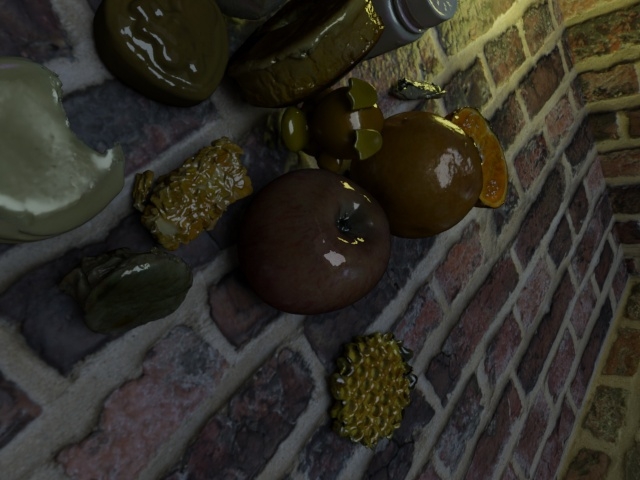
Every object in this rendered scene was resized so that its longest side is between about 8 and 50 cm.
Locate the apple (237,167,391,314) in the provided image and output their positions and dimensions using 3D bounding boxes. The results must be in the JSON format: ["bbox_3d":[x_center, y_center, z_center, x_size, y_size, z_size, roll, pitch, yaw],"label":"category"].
[{"bbox_3d":[0.000,0.000,0.994,0.345,0.270,0.344,2,87,-41],"label":"apple"}]

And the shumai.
[{"bbox_3d":[-0.326,0.068,0.803,0.202,0.201,0.120,-15,57,-42],"label":"shumai"}]

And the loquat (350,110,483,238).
[{"bbox_3d":[0.234,-0.161,1.174,0.329,0.329,0.327,1,88,-42],"label":"loquat"}]

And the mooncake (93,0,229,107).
[{"bbox_3d":[-0.272,-0.358,0.864,0.235,0.117,0.234,5,82,-43],"label":"mooncake"}]

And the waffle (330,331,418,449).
[{"bbox_3d":[0.144,0.389,1.253,0.330,0.062,0.328,3,85,-43],"label":"waffle"}]

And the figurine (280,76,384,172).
[{"bbox_3d":[0.029,-0.249,1.036,0.215,0.228,0.214,-2,90,-64],"label":"figurine"}]

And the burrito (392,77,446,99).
[{"bbox_3d":[0.291,-0.451,1.415,0.230,0.058,0.062,-14,103,-39],"label":"burrito"}]

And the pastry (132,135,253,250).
[{"bbox_3d":[-0.242,-0.091,0.888,0.250,0.103,0.154,-44,116,-34],"label":"pastry"}]

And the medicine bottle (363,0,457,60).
[{"bbox_3d":[0.167,-0.552,1.145,0.170,0.293,0.169,1,88,-41],"label":"medicine bottle"}]

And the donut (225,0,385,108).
[{"bbox_3d":[-0.031,-0.395,0.969,0.329,0.330,0.159,-58,135,-27],"label":"donut"}]

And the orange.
[{"bbox_3d":[0.462,-0.240,1.439,0.311,0.274,0.274,25,69,-3],"label":"orange"}]

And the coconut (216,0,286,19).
[{"bbox_3d":[-0.143,-0.568,0.917,0.227,0.227,0.230,26,72,-39],"label":"coconut"}]

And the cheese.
[{"bbox_3d":[-0.438,-0.130,0.696,0.233,0.127,0.265,-42,117,-35],"label":"cheese"}]
